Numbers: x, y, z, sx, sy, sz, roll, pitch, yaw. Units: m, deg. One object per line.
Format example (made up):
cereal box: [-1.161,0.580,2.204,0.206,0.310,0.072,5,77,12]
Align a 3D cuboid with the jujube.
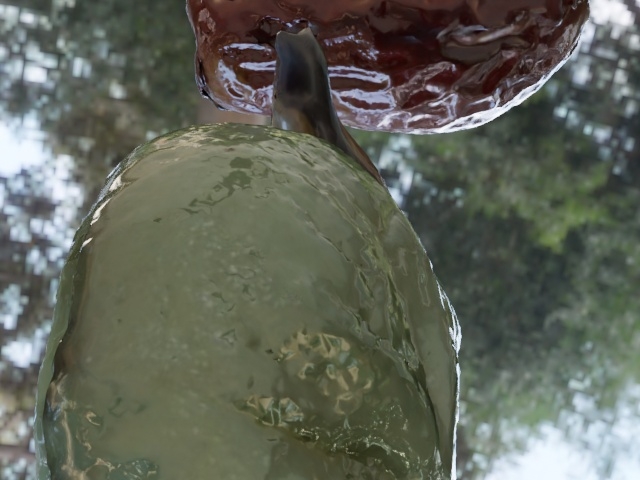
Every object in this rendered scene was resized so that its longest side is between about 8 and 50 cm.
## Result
jujube: [0.049,-0.166,1.210,0.290,0.197,0.197,-10,-151,-1]

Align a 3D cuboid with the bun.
bun: [-0.015,0.063,0.516,0.118,0.195,0.195,7,-154,8]

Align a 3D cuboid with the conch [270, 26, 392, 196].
conch: [0.005,0.003,0.878,0.080,0.232,0.086,27,-150,25]
